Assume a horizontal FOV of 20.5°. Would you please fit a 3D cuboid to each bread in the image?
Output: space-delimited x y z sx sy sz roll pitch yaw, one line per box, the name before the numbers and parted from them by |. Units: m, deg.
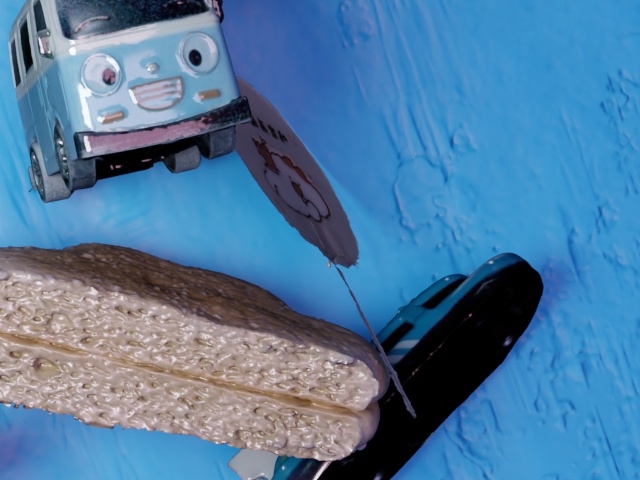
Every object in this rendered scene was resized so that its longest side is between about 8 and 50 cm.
bread | -0.116 0.071 1.348 0.337 0.183 0.102 14 107 -8

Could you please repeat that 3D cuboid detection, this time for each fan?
fan | -0.001 0.000 1.363 0.009 0.191 0.329 -34 65 15

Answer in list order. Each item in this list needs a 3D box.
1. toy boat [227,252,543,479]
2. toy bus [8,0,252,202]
toy boat | 0.056 0.111 1.457 0.092 0.134 0.299 36 70 28
toy bus | -0.152 -0.125 1.301 0.133 0.271 0.165 -14 91 -17
